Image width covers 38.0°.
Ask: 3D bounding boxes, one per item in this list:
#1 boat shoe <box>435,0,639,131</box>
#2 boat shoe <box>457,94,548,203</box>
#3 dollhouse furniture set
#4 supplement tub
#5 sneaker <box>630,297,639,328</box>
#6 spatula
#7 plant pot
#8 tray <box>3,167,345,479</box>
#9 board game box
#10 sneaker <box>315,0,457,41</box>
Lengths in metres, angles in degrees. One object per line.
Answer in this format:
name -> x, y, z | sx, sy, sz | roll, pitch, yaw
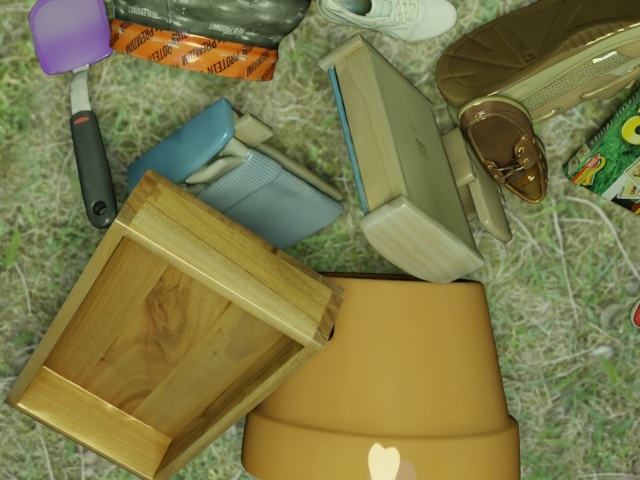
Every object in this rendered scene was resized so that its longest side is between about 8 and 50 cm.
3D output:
boat shoe -> 0.289, -0.212, 0.981 | 0.341, 0.121, 0.110 | -23, 143, 7
boat shoe -> 0.196, -0.091, 0.956 | 0.064, 0.060, 0.178 | -23, 150, 23
dollhouse furniture set -> 0.000, 0.000, 0.929 | 0.303, 0.198, 0.286 | -29, 142, 26
supplement tub -> -0.091, -0.332, 0.870 | 0.207, 0.207, 0.338 | 12, 103, -6
sneaker -> 0.420, 0.072, 1.072 | 0.118, 0.067, 0.042 | -31, 103, 5
spatula -> -0.236, -0.137, 0.920 | 0.084, 0.030, 0.296 | -17, 60, 2
plant pot -> 0.065, 0.138, 0.975 | 0.291, 0.291, 0.203 | 2, 90, -4
tray -> -0.165, 0.111, 0.928 | 0.203, 0.076, 0.411 | 33, 138, -10
board game box -> 0.389, -0.130, 0.971 | 0.136, 0.030, 0.259 | 25, 131, -13
sneaker -> 0.072, -0.240, 0.978 | 0.152, 0.061, 0.053 | 5, 102, -6
